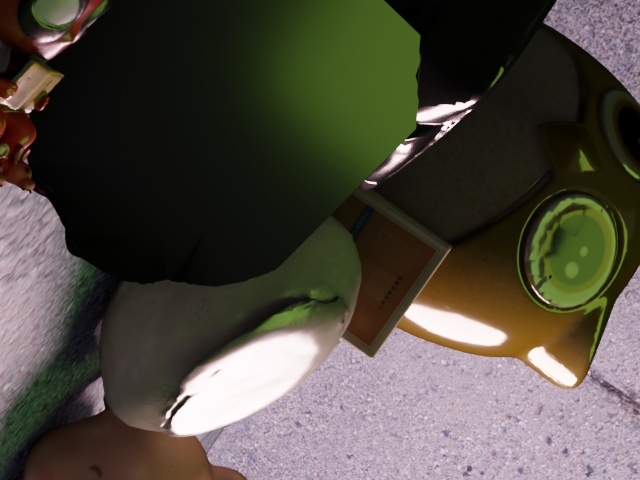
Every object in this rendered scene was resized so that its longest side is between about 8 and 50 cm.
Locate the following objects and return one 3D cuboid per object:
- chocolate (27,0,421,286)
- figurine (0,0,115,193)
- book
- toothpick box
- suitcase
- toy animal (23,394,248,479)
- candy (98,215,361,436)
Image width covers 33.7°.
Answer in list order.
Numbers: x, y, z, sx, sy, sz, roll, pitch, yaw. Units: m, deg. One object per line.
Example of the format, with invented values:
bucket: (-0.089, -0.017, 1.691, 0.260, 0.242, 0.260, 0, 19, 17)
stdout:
chocolate: (-0.087, -0.110, 0.635, 0.224, 0.206, 0.177, -46, -141, 12)
figurine: (-0.138, -0.098, 0.471, 0.140, 0.075, 0.068, -66, 170, 5)
book: (0.000, 0.000, 1.142, 0.170, 0.242, 0.018, -58, 175, 28)
toothpick box: (0.198, -0.067, 1.278, 0.409, 0.425, 0.409, -58, 179, -1)
suitcase: (0.091, -0.205, 0.793, 0.339, 0.188, 0.345, -56, -173, -14)
toy animal: (-0.237, 0.304, 1.226, 0.269, 0.237, 0.326, -45, 177, -4)
candy: (-0.093, 0.070, 1.061, 0.296, 0.185, 0.295, -28, 159, -12)
